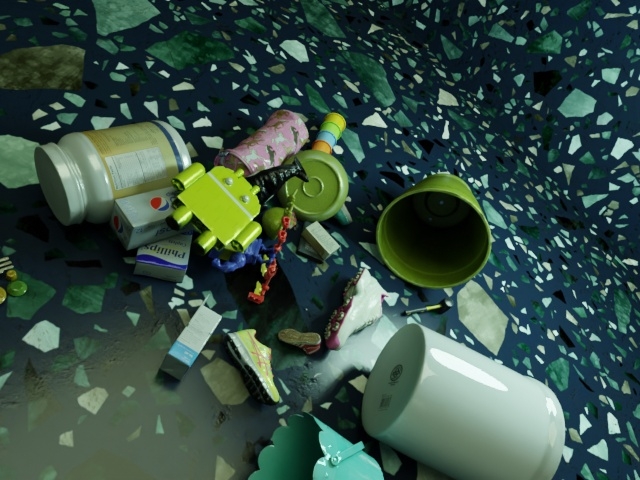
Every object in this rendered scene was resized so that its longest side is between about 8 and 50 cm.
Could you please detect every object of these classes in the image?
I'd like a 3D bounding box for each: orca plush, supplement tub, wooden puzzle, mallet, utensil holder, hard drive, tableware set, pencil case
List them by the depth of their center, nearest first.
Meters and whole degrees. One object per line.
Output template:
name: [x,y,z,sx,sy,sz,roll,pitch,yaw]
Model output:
tableware set: [-0.726,0.103,0.928,0.154,0.024,0.104,-27,77,-43]
supplement tub: [-0.521,-0.175,1.117,0.316,0.228,0.228,-25,72,-41]
utensil holder: [0.346,0.429,1.120,0.385,0.327,0.327,29,47,-7]
orca plush: [-0.169,-0.135,1.292,0.287,0.151,0.102,-17,35,-7]
wooden puzzle: [-0.096,-0.069,1.416,0.049,0.006,0.083,-44,123,-52]
hard drive: [-0.024,0.004,1.424,0.094,0.022,0.135,24,48,-14]
pencil case: [-0.192,-0.305,1.466,0.167,0.160,0.386,52,45,-13]
mallet: [0.360,0.236,1.478,0.189,0.062,0.039,-9,60,-19]

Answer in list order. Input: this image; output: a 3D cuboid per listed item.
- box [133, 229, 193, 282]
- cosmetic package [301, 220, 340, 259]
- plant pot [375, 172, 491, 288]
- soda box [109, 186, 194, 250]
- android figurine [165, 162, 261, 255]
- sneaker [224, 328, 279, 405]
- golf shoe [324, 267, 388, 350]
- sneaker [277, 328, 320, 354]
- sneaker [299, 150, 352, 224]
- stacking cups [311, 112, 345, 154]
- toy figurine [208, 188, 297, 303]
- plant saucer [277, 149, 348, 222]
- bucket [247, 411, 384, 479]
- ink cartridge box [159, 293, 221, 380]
box: [-0.410,0.028,1.139,0.126,0.072,0.137,13,51,-22]
cosmetic package: [0.000,0.000,1.396,0.115,0.041,0.060,49,47,10]
plant pot: [0.419,-0.074,1.560,0.366,0.366,0.353,38,34,0]
soda box: [-0.379,-0.075,1.118,0.286,0.098,0.091,-25,70,-45]
android figurine: [-0.257,-0.088,1.110,0.248,0.056,0.273,48,47,-9]
sneaker: [-0.151,0.305,1.080,0.094,0.081,0.208,-18,67,-41]
golf shoe: [0.117,0.216,1.290,0.140,0.115,0.306,38,47,-5]
sneaker: [-0.057,0.278,1.191,0.118,0.067,0.042,6,50,11]
sneaker: [-0.014,-0.157,1.509,0.302,0.121,0.108,50,8,-11]
stacking cups: [0.009,-0.374,1.699,0.096,0.096,0.316,30,51,-8]
toy figurine: [-0.215,-0.023,1.225,0.217,0.191,0.362,20,47,-11]
plant saucer: [-0.026,-0.176,1.431,0.241,0.241,0.037,30,7,-8]
bucket: [-0.016,0.511,0.880,0.183,0.281,0.281,36,45,-14]
ink cartridge box: [-0.297,0.227,1.033,0.060,0.104,0.180,33,47,-5]
